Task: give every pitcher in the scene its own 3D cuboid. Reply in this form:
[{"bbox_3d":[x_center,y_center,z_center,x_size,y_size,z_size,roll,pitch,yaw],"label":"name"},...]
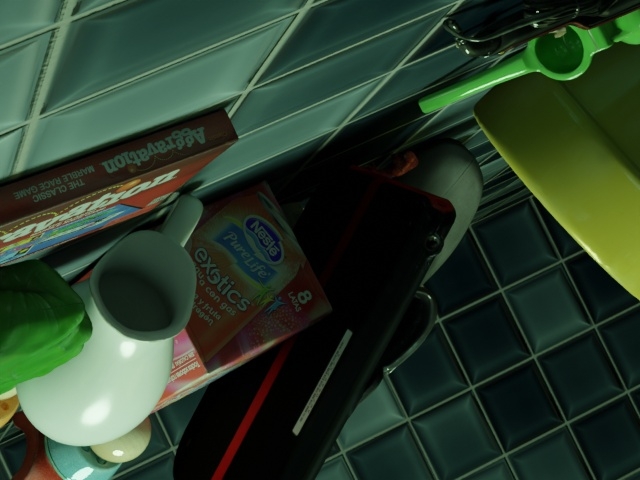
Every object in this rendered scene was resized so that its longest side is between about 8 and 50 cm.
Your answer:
[{"bbox_3d":[-0.166,0.067,1.475,0.207,0.125,0.177,-53,-174,46],"label":"pitcher"}]

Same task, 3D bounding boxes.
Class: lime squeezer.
[{"bbox_3d":[0.221,-0.182,1.477,0.310,0.059,0.110,-28,-155,5],"label":"lime squeezer"}]

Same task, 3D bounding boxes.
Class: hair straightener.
[{"bbox_3d":[0.187,-0.182,1.289,0.230,0.047,0.089,-18,172,-31],"label":"hair straightener"}]

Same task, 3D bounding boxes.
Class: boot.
[{"bbox_3d":[0.085,0.045,1.876,0.338,0.118,0.223,-53,-164,-3],"label":"boot"}]

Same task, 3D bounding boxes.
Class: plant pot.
[{"bbox_3d":[0.311,-0.109,1.642,0.239,0.254,0.254,-43,172,11],"label":"plant pot"}]

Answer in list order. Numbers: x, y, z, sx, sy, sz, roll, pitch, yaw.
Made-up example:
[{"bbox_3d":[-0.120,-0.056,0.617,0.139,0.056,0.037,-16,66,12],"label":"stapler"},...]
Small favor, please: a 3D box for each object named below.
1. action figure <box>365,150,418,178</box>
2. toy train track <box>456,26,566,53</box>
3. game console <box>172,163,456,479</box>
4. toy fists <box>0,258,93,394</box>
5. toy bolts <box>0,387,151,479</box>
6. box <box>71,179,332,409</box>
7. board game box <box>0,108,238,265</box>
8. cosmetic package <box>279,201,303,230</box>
[{"bbox_3d":[0.073,-0.076,1.893,0.038,0.030,0.115,-29,-177,-26],"label":"action figure"},{"bbox_3d":[0.145,-0.151,1.346,0.083,0.014,0.048,-7,-160,10],"label":"toy train track"},{"bbox_3d":[-0.013,0.114,1.695,0.386,0.060,0.342,-62,-162,1],"label":"game console"},{"bbox_3d":[-0.279,0.083,1.370,0.142,0.096,0.279,-13,170,-37],"label":"toy fists"},{"bbox_3d":[-0.266,0.193,1.600,0.229,0.218,0.158,17,150,-42],"label":"toy bolts"},{"bbox_3d":[-0.140,0.073,1.691,0.154,0.142,0.300,-25,176,-34],"label":"box"},{"bbox_3d":[-0.198,-0.011,1.152,0.281,0.027,0.145,-23,173,-35],"label":"board game box"},{"bbox_3d":[-0.070,0.002,1.915,0.115,0.041,0.060,-28,176,20],"label":"cosmetic package"}]
